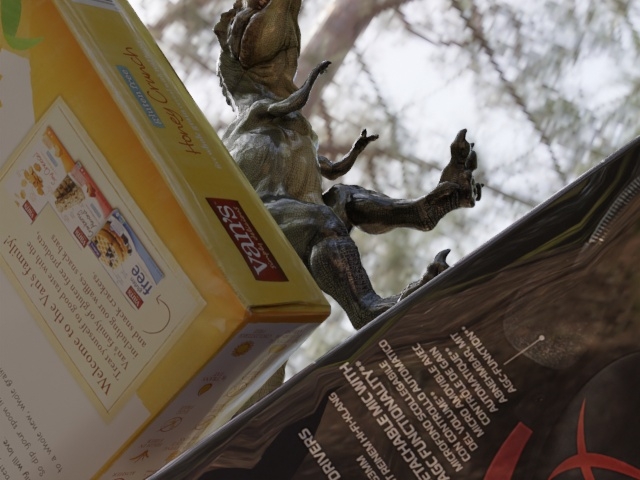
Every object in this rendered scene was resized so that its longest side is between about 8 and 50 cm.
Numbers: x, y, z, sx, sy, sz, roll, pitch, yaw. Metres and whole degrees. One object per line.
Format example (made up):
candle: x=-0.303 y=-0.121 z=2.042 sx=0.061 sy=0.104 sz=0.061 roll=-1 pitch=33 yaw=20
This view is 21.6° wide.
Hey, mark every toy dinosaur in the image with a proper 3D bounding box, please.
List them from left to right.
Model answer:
toy dinosaur: x=0.000 y=0.000 z=0.674 sx=0.118 sy=0.268 sz=0.064 roll=-4 pitch=-35 yaw=16

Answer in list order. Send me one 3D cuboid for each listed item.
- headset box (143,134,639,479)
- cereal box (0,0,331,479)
headset box: x=0.098 y=0.100 z=0.453 sx=0.218 sy=0.293 sz=0.110 roll=53 pitch=-6 yaw=13
cereal box: x=-0.124 y=0.035 z=0.569 sx=0.240 sy=0.047 sz=0.173 roll=-46 pitch=-117 yaw=26
